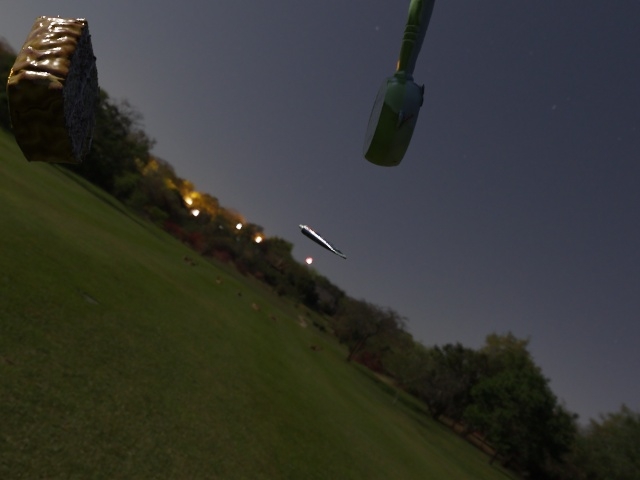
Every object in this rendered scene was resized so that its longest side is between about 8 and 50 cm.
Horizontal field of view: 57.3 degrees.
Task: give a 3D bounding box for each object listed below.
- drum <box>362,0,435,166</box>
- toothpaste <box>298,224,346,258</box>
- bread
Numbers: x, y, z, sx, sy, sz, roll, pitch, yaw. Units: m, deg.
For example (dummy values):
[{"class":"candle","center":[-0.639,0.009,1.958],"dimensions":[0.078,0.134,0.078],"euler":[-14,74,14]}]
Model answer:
[{"class":"drum","center":[0.109,-0.218,0.781],"dimensions":[0.049,0.253,0.130],"euler":[15,-13,-4]},{"class":"toothpaste","center":[0.000,0.000,1.195],"dimensions":[0.140,0.021,0.037],"euler":[35,6,40]},{"class":"bread","center":[-0.424,-0.241,0.946],"dimensions":[0.096,0.222,0.181],"euler":[3,-39,-8]}]
